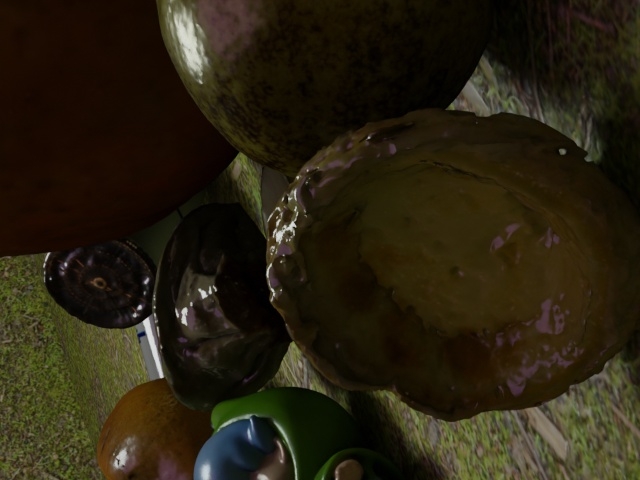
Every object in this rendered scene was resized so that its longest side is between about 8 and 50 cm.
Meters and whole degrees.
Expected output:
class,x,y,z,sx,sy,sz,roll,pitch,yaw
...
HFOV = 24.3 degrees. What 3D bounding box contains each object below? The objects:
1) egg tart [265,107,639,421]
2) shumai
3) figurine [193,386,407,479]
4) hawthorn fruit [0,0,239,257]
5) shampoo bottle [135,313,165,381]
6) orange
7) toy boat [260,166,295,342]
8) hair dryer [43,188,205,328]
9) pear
class,x,y,z,sx,sy,sz,roll,pitch,yaw
egg tart,0.074,0.006,0.808,0.090,0.213,0.212,-75,-11,-49
shumai,-0.063,0.056,1.344,0.120,0.201,0.201,-2,106,29
figurine,0.000,0.211,1.250,0.263,0.143,0.162,12,139,52
hawthorn fruit,-0.279,-0.194,1.290,0.472,0.472,0.471,165,90,-73
shampoo bottle,-0.138,0.222,1.749,0.092,0.092,0.303,151,103,-72
orange,-0.112,0.253,1.550,0.249,0.183,0.249,55,170,15
toy boat,0.000,0.000,1.185,0.116,0.061,0.188,-160,57,-70
hair dryer,-0.306,-0.067,1.543,0.128,0.362,0.203,-57,10,36
pear,0.001,-0.131,0.843,0.197,0.197,0.197,165,90,-73
